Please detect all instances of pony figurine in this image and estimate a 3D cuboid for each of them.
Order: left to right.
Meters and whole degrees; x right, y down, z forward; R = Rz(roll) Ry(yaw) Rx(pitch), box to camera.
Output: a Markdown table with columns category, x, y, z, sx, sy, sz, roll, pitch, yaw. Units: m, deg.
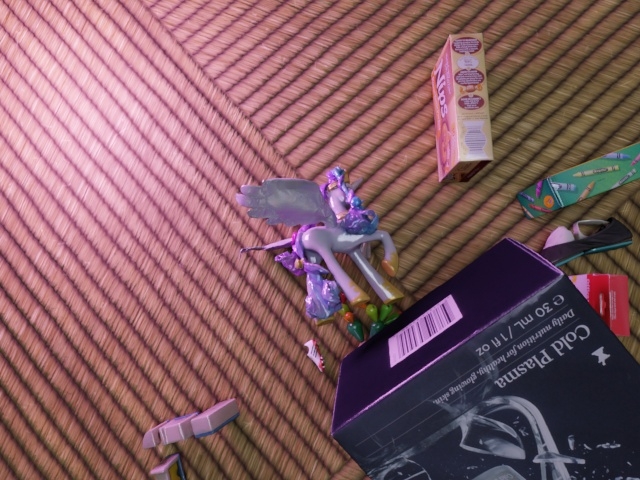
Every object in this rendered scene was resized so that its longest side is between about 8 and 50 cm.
| category | x | y | z | sx | sy | sz | roll | pitch | yaw |
| --- | --- | --- | --- | --- | --- | --- | --- | --- | --- |
| pony figurine | 0.000 | 0.000 | 0.981 | 0.351 | 0.303 | 0.363 | -14 | 67 | -20 |

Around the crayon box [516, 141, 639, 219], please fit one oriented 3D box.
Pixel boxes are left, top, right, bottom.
| category | x | y | z | sx | sy | sz | roll | pitch | yaw |
| --- | --- | --- | --- | --- | --- | --- | --- | --- | --- |
| crayon box | 0.661 | -0.147 | 1.040 | 0.278 | 0.165 | 0.081 | -20 | 82 | -2 |

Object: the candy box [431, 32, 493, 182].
| category | x | y | z | sx | sy | sz | roll | pitch | yaw |
| --- | --- | --- | --- | --- | --- | --- | --- | --- | --- |
| candy box | 0.350 | -0.323 | 1.061 | 0.087 | 0.183 | 0.316 | -1 | 82 | 0 |

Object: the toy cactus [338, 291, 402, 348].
| category | x | y | z | sx | sy | sz | roll | pitch | yaw |
| --- | --- | --- | --- | --- | --- | --- | --- | --- | --- |
| toy cactus | 0.128 | 0.232 | 1.039 | 0.219 | 0.112 | 0.180 | 22 | 93 | 6 |

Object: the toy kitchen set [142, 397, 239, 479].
| category | x | y | z | sx | sy | sz | roll | pitch | yaw |
| --- | --- | --- | --- | --- | --- | --- | --- | --- | --- |
| toy kitchen set | -0.296 | 0.503 | 1.017 | 0.207 | 0.122 | 0.166 | -21 | 82 | 19 |

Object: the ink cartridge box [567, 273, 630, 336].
| category | x | y | z | sx | sy | sz | roll | pitch | yaw |
| --- | --- | --- | --- | --- | --- | --- | --- | --- | --- |
| ink cartridge box | 0.625 | 0.148 | 0.968 | 0.078 | 0.231 | 0.134 | 3 | 83 | 2 |

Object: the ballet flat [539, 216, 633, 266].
| category | x | y | z | sx | sy | sz | roll | pitch | yaw |
| --- | --- | --- | --- | --- | --- | --- | --- | --- | --- |
| ballet flat | 0.643 | 0.007 | 1.064 | 0.280 | 0.095 | 0.096 | -16 | 72 | -11 |

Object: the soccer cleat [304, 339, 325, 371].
| category | x | y | z | sx | sy | sz | roll | pitch | yaw |
| --- | --- | --- | --- | --- | --- | --- | --- | --- | --- |
| soccer cleat | -0.014 | 0.294 | 1.066 | 0.035 | 0.029 | 0.083 | -21 | 79 | 7 |

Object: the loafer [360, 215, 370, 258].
| category | x | y | z | sx | sy | sz | roll | pitch | yaw |
| --- | --- | --- | --- | --- | --- | --- | --- | --- | --- |
| loafer | 0.117 | -0.012 | 1.099 | 0.039 | 0.045 | 0.125 | 7 | 88 | -14 |

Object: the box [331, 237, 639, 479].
| category | x | y | z | sx | sy | sz | roll | pitch | yaw |
| --- | --- | --- | --- | --- | --- | --- | --- | --- | --- |
| box | 0.356 | 0.338 | 0.827 | 0.480 | 0.297 | 0.472 | -40 | 95 | 13 |
